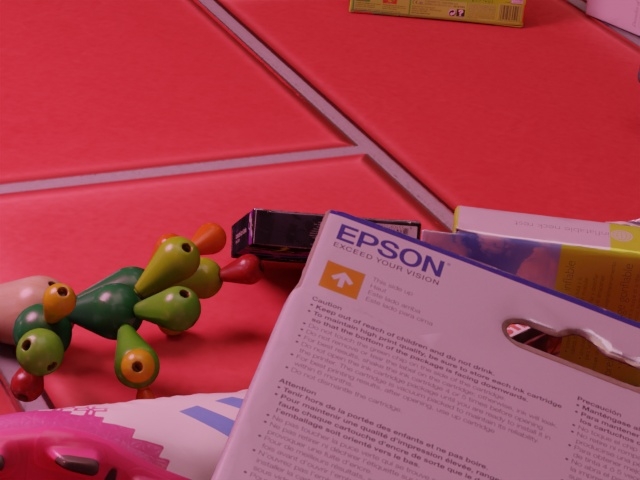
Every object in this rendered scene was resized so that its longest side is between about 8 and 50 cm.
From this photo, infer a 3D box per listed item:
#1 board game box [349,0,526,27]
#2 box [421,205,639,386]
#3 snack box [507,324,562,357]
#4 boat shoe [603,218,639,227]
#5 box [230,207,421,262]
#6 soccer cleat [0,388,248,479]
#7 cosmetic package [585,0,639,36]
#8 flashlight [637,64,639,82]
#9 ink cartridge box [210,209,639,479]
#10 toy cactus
[{"bbox_3d":[0.124,-0.278,1.929,0.181,0.092,0.043,5,25,-1],"label":"board game box"},{"bbox_3d":[0.154,0.038,1.284,0.178,0.109,0.042,7,30,3],"label":"box"},{"bbox_3d":[0.093,0.095,1.208,0.022,0.064,0.178,28,34,37],"label":"snack box"},{"bbox_3d":[0.218,0.020,1.367,0.254,0.079,0.095,4,26,-3],"label":"boat shoe"},{"bbox_3d":[0.000,0.000,1.335,0.116,0.029,0.162,4,-3,-8],"label":"box"},{"bbox_3d":[-0.074,0.141,1.052,0.331,0.116,0.143,4,18,-16],"label":"soccer cleat"},{"bbox_3d":[0.399,-0.244,1.928,0.117,0.085,0.231,-16,32,-37],"label":"cosmetic package"},{"bbox_3d":[0.379,-0.084,1.599,0.103,0.103,0.304,1,31,-19],"label":"flashlight"},{"bbox_3d":[0.106,0.155,0.947,0.324,0.071,0.330,21,38,1],"label":"ink cartridge box"},{"bbox_3d":[-0.150,0.055,1.234,0.180,0.112,0.219,-2,23,30],"label":"toy cactus"}]
